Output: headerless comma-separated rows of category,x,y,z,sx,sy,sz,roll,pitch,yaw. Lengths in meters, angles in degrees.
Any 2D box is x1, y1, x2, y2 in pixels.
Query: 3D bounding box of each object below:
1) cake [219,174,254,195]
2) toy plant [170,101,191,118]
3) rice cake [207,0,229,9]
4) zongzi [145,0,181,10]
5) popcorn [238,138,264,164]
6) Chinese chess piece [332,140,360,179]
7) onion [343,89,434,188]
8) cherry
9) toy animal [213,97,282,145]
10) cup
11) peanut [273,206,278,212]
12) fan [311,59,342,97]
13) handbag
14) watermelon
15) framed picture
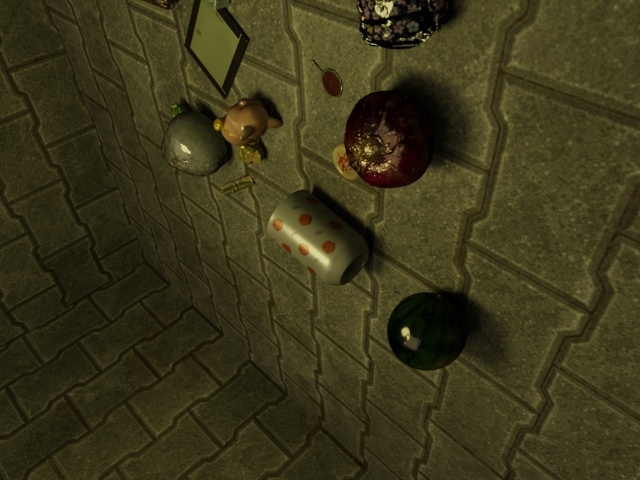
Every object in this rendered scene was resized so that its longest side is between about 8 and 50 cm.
cake,-0.345,-0.225,2.169,0.055,0.140,0.051,12,123,70
toy plant,-0.583,-0.509,2.255,0.093,0.093,0.162,17,134,48
rice cake,-0.369,-0.867,1.594,0.063,0.066,0.336,8,128,52
zongzi,-0.575,-0.913,1.846,0.187,0.084,0.184,31,134,24
popcorn,-0.257,-0.329,1.981,0.097,0.089,0.109,14,155,-1
Chinese chess piece,0.091,-0.240,1.591,0.122,0.051,0.122,36,147,29
onion,0.173,-0.253,1.324,0.247,0.190,0.246,16,121,28
cherry,-0.517,-0.391,2.146,0.296,0.218,0.255,33,114,-4
toy animal,-0.269,-0.406,1.842,0.248,0.165,0.149,7,132,61
cup,0.000,0.000,1.812,0.317,0.212,0.212,40,148,23
peanut,-0.090,-0.029,2.019,0.256,0.124,0.123,54,151,9
fan,0.017,-0.466,1.512,0.133,0.005,0.085,50,151,6
handbag,0.160,-0.517,1.128,0.229,0.127,0.207,13,131,39
watermelon,0.322,0.272,1.601,0.242,0.242,0.242,36,146,30
framed picture,-0.369,-0.685,1.837,0.265,0.016,0.347,53,151,3
